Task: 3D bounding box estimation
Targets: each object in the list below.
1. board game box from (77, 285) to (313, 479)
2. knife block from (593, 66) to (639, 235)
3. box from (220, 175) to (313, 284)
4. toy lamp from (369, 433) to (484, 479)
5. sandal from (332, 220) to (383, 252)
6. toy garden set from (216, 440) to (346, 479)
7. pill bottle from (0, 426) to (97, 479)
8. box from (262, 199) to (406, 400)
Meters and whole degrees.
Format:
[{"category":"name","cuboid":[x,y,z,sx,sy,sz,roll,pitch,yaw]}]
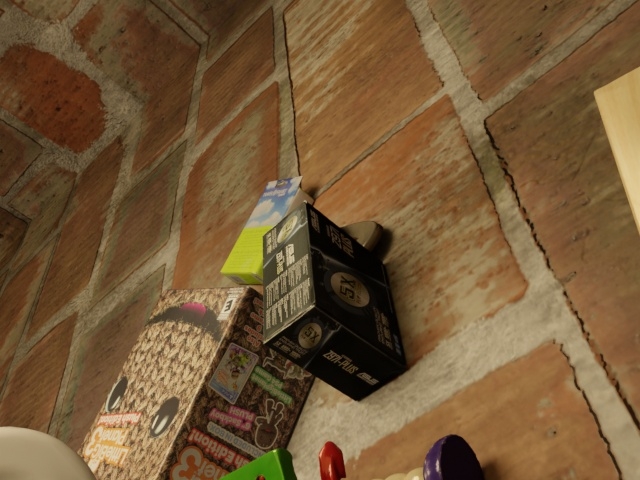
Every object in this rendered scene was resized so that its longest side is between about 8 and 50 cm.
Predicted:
[{"category":"board game box","cuboid":[-0.160,0.218,0.884,0.232,0.141,0.291,-8,51,51]},{"category":"knife block","cuboid":[0.257,0.030,0.418,0.088,0.276,0.242,-28,8,35]},{"category":"box","cuboid":[-0.081,-0.015,1.123,0.109,0.042,0.178,-3,55,52]},{"category":"toy lamp","cuboid":[0.021,0.251,0.666,0.274,0.080,0.080,-26,39,35]},{"category":"sandal","cuboid":[0.000,0.000,0.976,0.219,0.060,0.090,8,65,57]},{"category":"toy garden set","cuboid":[0.007,0.295,0.591,0.203,0.049,0.244,-35,59,26]},{"category":"pill bottle","cuboid":[-0.368,0.343,0.777,0.361,0.204,0.204,-44,25,52]},{"category":"box","cuboid":[0.011,0.066,0.803,0.077,0.147,0.180,-39,32,24]}]
